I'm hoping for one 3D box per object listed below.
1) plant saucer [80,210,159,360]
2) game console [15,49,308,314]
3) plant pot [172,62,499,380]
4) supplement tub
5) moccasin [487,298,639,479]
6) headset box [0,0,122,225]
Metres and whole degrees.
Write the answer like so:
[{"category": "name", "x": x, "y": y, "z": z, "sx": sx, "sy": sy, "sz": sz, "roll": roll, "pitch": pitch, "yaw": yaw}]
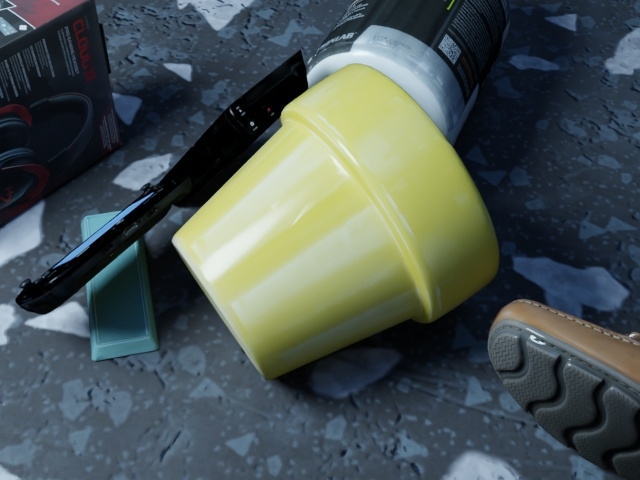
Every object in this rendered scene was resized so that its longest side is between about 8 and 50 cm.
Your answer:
[{"category": "plant saucer", "x": -0.217, "y": 0.040, "z": 0.884, "sx": 0.067, "sy": 0.018, "sz": 0.192, "roll": -9, "pitch": 51, "yaw": -11}, {"category": "game console", "x": -0.155, "y": -0.055, "z": 0.846, "sx": 0.044, "sy": 0.213, "sz": 0.361, "roll": 48, "pitch": 55, "yaw": -7}, {"category": "plant pot", "x": 0.000, "y": 0.000, "z": 0.798, "sx": 0.239, "sy": 0.254, "sz": 0.254, "roll": -34, "pitch": 57, "yaw": -9}, {"category": "supplement tub", "x": 0.118, "y": -0.238, "z": 1.024, "sx": 0.193, "sy": 0.194, "sz": 0.316, "roll": 20, "pitch": 52, "yaw": 14}, {"category": "moccasin", "x": 0.336, "y": 0.141, "z": 0.743, "sx": 0.379, "sy": 0.139, "sz": 0.147, "roll": 18, "pitch": 50, "yaw": 12}, {"category": "headset box", "x": -0.352, "y": -0.148, "z": 0.907, "sx": 0.110, "sy": 0.218, "sz": 0.293, "roll": 33, "pitch": 55, "yaw": 22}]
